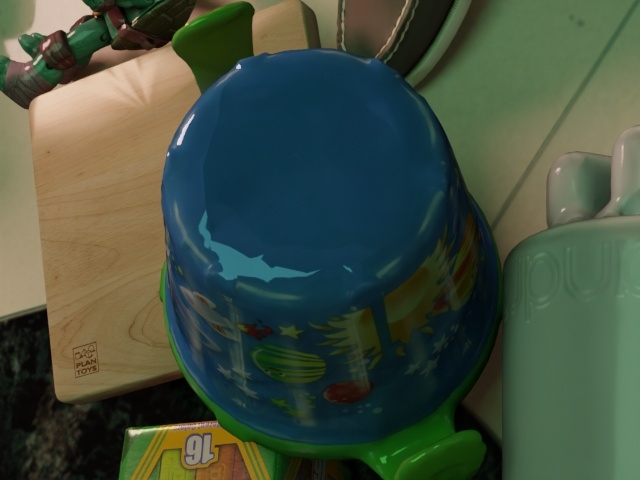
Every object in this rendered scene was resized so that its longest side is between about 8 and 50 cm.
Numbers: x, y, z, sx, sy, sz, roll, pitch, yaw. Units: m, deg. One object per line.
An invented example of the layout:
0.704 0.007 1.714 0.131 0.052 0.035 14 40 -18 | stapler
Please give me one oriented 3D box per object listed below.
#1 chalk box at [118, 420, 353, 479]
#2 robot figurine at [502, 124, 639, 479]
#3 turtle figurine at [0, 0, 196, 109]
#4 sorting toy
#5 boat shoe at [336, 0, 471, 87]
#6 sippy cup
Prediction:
-0.064 0.245 1.068 0.132 0.132 0.213 -9 60 23 | chalk box
0.211 0.113 0.941 0.300 0.199 0.354 151 123 -65 | robot figurine
-0.163 -0.204 1.252 0.234 0.175 0.118 -38 81 24 | turtle figurine
-0.088 -0.020 1.196 0.257 0.089 0.256 -17 70 24 | sorting toy
0.067 -0.263 1.118 0.116 0.096 0.324 35 116 38 | boat shoe
0.000 0.000 0.960 0.305 0.224 0.240 26 73 14 | sippy cup
